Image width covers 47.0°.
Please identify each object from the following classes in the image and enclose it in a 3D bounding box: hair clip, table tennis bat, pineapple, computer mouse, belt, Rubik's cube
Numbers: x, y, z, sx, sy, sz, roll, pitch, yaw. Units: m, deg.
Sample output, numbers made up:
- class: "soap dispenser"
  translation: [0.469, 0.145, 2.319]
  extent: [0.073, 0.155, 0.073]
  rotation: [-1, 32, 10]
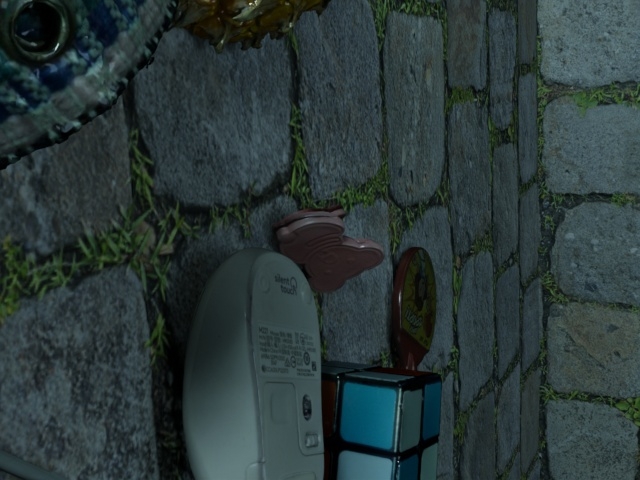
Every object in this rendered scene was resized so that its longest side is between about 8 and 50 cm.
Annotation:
- class: "hair clip"
  translation: [0.005, 0.010, 0.954]
  extent: [0.102, 0.123, 0.138]
  rotation: [64, 21, 8]
- class: "table tennis bat"
  translation: [0.167, 0.162, 1.356]
  extent: [0.200, 0.038, 0.310]
  rotation: [40, 53, -56]
- class: "pineapple"
  translation: [-0.024, -0.308, 0.814]
  extent: [0.335, 0.158, 0.161]
  rotation: [-65, 145, -38]
- class: "computer mouse"
  translation: [-0.076, 0.160, 0.794]
  extent: [0.184, 0.121, 0.297]
  rotation: [12, 67, -61]
- class: "belt"
  translation: [-0.198, -0.186, 0.435]
  extent: [0.160, 0.206, 0.295]
  rotation: [63, 38, -47]
- class: "Rubik's cube"
  translation: [0.051, 0.260, 0.976]
  extent: [0.167, 0.180, 0.184]
  rotation: [9, 82, -63]

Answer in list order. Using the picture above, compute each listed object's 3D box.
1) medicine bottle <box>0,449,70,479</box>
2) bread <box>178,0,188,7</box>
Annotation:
- class: "medicine bottle"
  translation: [-0.254, 0.180, 0.518]
  extent: [0.221, 0.061, 0.092]
  rotation: [56, 25, -50]
- class: "bread"
  translation: [-0.165, -0.230, 0.644]
  extent: [0.083, 0.076, 0.070]
  rotation: [-55, 150, -46]
